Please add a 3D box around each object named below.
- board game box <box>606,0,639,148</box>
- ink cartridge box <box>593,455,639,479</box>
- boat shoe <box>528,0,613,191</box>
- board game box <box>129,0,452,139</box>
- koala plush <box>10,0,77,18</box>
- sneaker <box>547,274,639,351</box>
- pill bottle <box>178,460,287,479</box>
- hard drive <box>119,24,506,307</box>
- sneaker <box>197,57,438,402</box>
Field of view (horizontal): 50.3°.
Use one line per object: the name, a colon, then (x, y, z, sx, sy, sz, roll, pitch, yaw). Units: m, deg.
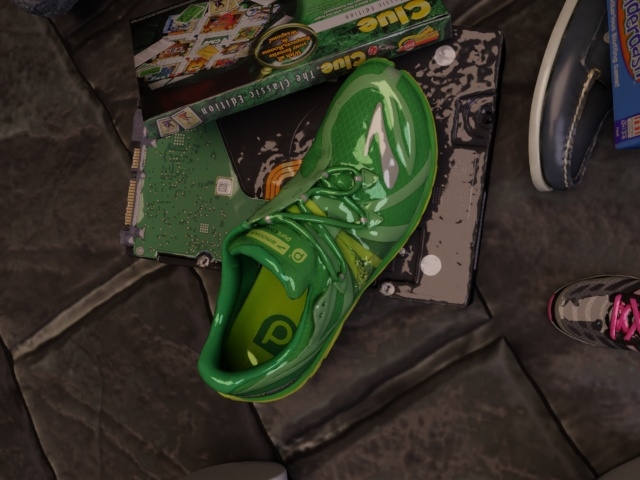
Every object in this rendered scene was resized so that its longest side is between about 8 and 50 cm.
board game box: (0.306, -0.144, 0.483, 0.210, 0.047, 0.160, -1, 86, -17)
ink cartridge box: (0.275, 0.272, 0.467, 0.092, 0.158, 0.218, -38, 77, 13)
boat shoe: (0.233, -0.157, 0.542, 0.079, 0.095, 0.255, 16, 83, 29)
board game box: (-0.033, -0.182, 0.585, 0.259, 0.030, 0.136, -18, 54, 3)
koala plush: (-0.309, -0.361, 0.681, 0.221, 0.196, 0.203, 37, 108, 12)
sneaker: (0.265, 0.063, 0.525, 0.170, 0.075, 0.063, 11, 91, 18)
pill bottle: (-0.069, 0.312, 0.599, 0.119, 0.119, 0.209, -7, 85, 18)
hard drive: (-0.015, -0.078, 0.631, 0.338, 0.064, 0.237, 7, 89, 17)
sneaker: (0.000, 0.000, 0.524, 0.109, 0.123, 0.296, 27, 95, 18)
